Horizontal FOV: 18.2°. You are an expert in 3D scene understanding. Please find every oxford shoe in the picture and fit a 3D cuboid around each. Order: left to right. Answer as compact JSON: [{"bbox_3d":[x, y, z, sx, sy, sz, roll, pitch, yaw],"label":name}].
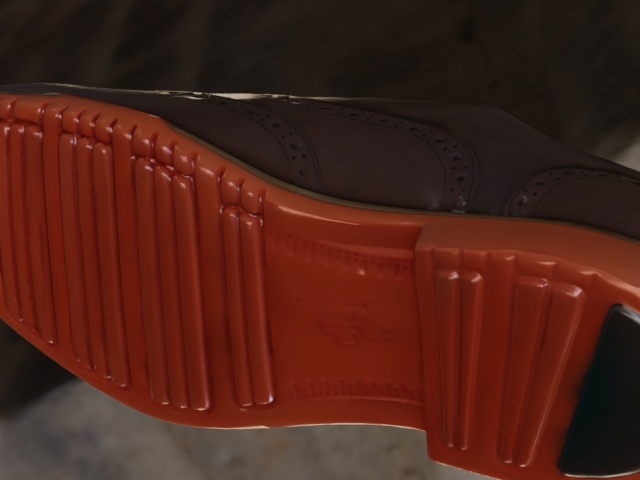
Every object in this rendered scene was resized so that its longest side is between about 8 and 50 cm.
[{"bbox_3d":[0.000,0.000,0.602,0.098,0.271,0.097,-45,146,-51],"label":"oxford shoe"}]
